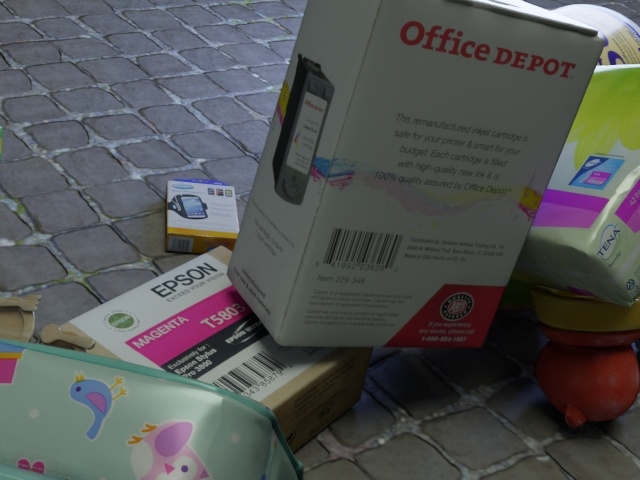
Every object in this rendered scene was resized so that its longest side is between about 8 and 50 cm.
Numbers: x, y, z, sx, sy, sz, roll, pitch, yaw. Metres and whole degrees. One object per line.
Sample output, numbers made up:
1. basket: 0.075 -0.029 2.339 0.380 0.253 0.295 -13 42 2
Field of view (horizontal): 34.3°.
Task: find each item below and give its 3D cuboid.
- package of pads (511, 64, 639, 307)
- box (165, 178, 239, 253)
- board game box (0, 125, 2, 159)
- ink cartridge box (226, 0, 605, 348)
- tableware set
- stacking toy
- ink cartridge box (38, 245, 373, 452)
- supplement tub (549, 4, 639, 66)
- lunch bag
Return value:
1. package of pads: 0.244 -0.069 1.021 0.229 0.101 0.296 -52 26 -13
2. box: -0.137 -0.030 1.191 0.081 0.028 0.136 5 29 -11
3. board game box: -0.539 -0.112 1.112 0.213 0.046 0.317 25 27 33
4. ink cartridge box: 0.074 -0.067 0.889 0.226 0.306 0.131 6 22 -31
5. tableware set: -0.252 0.121 0.817 0.141 0.020 0.168 16 71 33
6. stacking toy: 0.299 0.093 1.112 0.309 0.130 0.279 -6 9 -32
7. ink cartridge box: -0.097 0.114 0.906 0.193 0.088 0.235 29 35 25
8. supplement tub: 0.276 -0.173 1.361 0.241 0.241 0.331 32 36 31
9. lunch bag: -0.127 0.163 0.645 0.224 0.279 0.108 9 61 11
